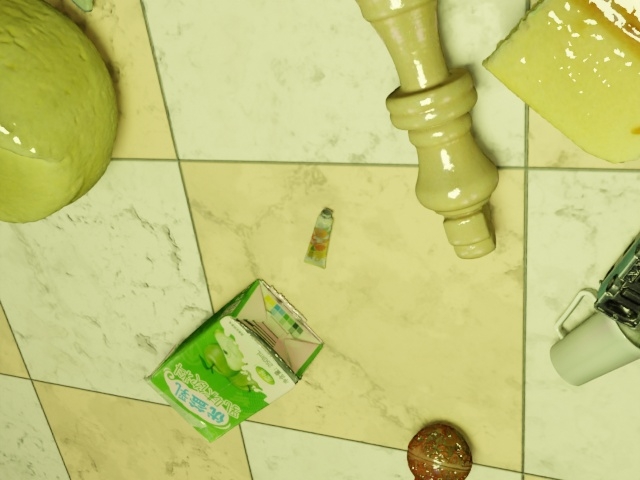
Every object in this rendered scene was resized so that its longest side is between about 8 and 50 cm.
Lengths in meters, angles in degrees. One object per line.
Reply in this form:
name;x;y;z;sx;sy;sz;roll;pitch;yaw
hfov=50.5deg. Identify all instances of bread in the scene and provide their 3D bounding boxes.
bread;-0.440;-0.186;0.941;0.320;0.237;0.321;20;138;19
bread;0.298;-0.199;0.624;0.178;0.135;0.240;43;134;0

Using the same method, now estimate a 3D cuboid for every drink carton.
drink carton;-0.143;0.196;1.089;0.161;0.108;0.271;46;125;-5

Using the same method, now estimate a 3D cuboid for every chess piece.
chess piece;0.124;-0.156;0.769;0.117;0.117;0.397;-9;115;28

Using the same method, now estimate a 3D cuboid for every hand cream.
hand cream;0.000;0.000;0.967;0.035;0.022;0.102;18;128;5

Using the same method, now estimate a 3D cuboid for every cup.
cup;0.344;0.118;0.853;0.116;0.074;0.104;-47;69;41

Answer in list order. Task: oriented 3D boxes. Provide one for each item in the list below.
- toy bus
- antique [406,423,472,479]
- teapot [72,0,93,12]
toy bus;0.373;0.033;0.780;0.060;0.075;0.123;29;126;8
antique;0.179;0.327;1.023;0.104;0.104;0.104;11;121;19
teapot;-0.310;-0.382;0.860;0.111;0.149;0.108;-40;80;-2
